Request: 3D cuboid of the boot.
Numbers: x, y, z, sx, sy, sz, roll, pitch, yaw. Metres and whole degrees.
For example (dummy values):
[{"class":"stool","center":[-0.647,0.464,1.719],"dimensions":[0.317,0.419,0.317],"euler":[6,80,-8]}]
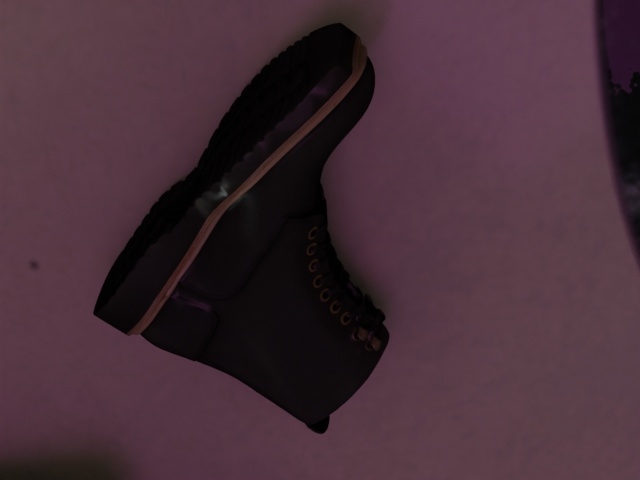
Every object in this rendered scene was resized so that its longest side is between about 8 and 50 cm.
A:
[{"class":"boot","center":[0.000,0.000,0.798],"dimensions":[0.137,0.077,0.198],"euler":[32,130,-15]}]
